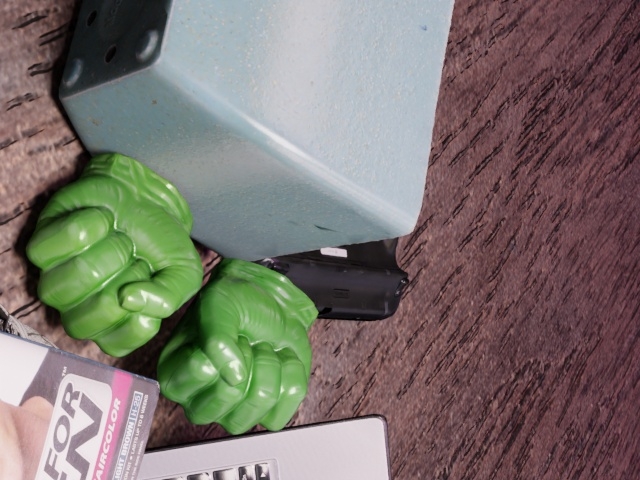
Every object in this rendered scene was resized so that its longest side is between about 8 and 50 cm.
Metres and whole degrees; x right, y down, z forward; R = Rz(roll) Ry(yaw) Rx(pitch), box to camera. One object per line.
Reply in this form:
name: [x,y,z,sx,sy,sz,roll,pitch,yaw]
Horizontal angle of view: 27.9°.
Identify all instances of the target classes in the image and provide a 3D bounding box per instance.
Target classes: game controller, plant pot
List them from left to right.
plant pot: [-0.072,-0.148,1.099,0.252,0.247,0.248,26,66,-37]
game controller: [0.000,0.000,1.383,0.319,0.067,0.167,9,66,-59]

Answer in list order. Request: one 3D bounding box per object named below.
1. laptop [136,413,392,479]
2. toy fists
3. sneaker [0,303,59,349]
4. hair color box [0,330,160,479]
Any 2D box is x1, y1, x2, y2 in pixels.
laptop: [-0.097,0.376,1.021,0.236,0.407,0.382,-154,-123,-76]
toy fists: [-0.116,0.054,1.075,0.279,0.096,0.142,40,52,-24]
sneaker: [-0.253,0.081,0.915,0.225,0.092,0.088,31,63,-55]
hair color box: [-0.229,0.126,0.718,0.347,0.105,0.174,35,68,-66]
